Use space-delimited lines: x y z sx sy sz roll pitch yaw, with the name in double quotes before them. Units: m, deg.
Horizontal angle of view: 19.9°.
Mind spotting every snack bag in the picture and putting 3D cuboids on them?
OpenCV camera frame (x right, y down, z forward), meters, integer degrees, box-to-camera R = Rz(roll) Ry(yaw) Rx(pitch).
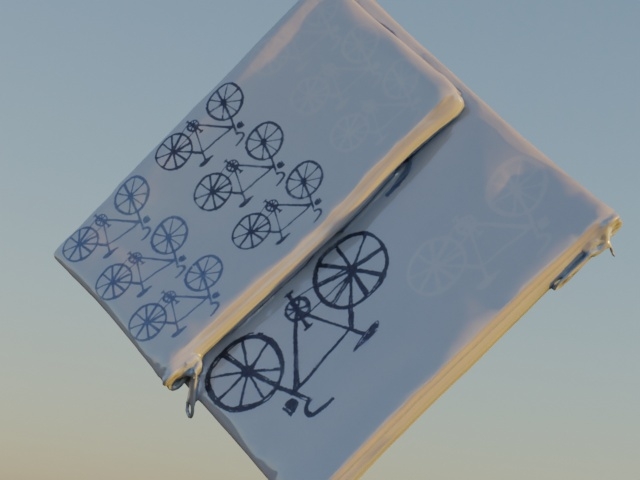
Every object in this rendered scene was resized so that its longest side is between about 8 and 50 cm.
"snack bag" 0.000 0.000 1.350 0.342 0.323 0.037 46 0 34
